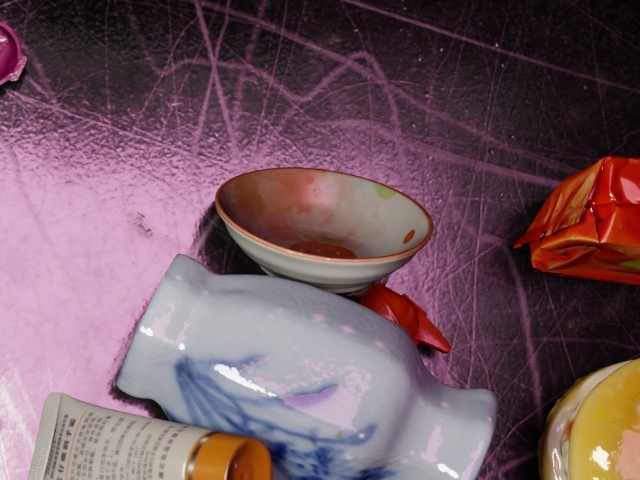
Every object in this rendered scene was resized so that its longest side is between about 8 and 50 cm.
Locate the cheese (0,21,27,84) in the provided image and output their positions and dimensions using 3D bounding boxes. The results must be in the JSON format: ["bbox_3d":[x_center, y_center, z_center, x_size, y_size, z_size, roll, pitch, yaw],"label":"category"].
[{"bbox_3d":[-0.427,-0.232,1.556,0.145,0.038,0.095,22,74,-1],"label":"cheese"}]

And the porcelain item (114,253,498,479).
[{"bbox_3d":[-0.017,0.176,1.464,0.405,0.242,0.178,24,49,-3],"label":"porcelain item"}]

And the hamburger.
[{"bbox_3d":[0.432,0.284,1.572,0.303,0.186,0.261,45,75,-4],"label":"hamburger"}]

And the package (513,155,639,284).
[{"bbox_3d":[0.473,-0.010,1.630,0.424,0.196,0.123,7,77,-12],"label":"package"}]

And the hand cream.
[{"bbox_3d":[-0.206,0.250,1.417,0.314,0.089,0.139,4,75,31],"label":"hand cream"}]

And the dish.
[{"bbox_3d":[0.000,0.000,1.536,0.260,0.260,0.085,3,115,-12],"label":"dish"}]

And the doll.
[{"bbox_3d":[0.078,0.086,1.595,0.109,0.057,0.169,-24,82,-19],"label":"doll"}]
